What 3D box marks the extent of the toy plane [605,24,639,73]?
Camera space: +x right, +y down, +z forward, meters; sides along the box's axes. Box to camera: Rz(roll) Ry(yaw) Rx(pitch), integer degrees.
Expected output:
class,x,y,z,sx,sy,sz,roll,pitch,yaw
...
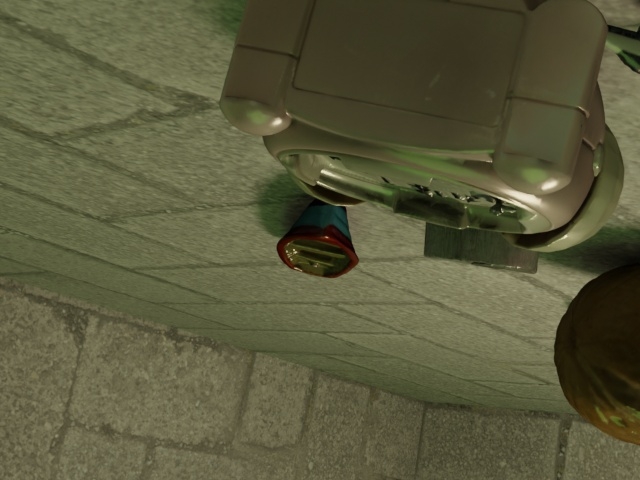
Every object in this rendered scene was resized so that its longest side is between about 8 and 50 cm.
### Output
class,x,y,z,sx,sy,sz,roll,pitch,yaw
toy plane,0.322,-0.146,0.840,0.234,0.082,0.160,30,171,-17

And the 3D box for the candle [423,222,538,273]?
class,x,y,z,sx,sy,sz,roll,pitch,yaw
candle,0.249,0.007,1.458,0.168,0.068,0.192,8,180,-28

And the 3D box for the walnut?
class,x,y,z,sx,sy,sz,roll,pitch,yaw
walnut,0.530,0.174,1.537,0.332,0.333,0.333,9,166,2

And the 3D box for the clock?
class,x,y,z,sx,sy,sz,roll,pitch,yaw
clock,0.099,-0.105,0.906,0.342,0.184,0.326,19,171,18

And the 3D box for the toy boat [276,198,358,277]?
class,x,y,z,sx,sy,sz,roll,pitch,yaw
toy boat,0.000,0.000,1.621,0.136,0.079,0.392,12,167,-1
